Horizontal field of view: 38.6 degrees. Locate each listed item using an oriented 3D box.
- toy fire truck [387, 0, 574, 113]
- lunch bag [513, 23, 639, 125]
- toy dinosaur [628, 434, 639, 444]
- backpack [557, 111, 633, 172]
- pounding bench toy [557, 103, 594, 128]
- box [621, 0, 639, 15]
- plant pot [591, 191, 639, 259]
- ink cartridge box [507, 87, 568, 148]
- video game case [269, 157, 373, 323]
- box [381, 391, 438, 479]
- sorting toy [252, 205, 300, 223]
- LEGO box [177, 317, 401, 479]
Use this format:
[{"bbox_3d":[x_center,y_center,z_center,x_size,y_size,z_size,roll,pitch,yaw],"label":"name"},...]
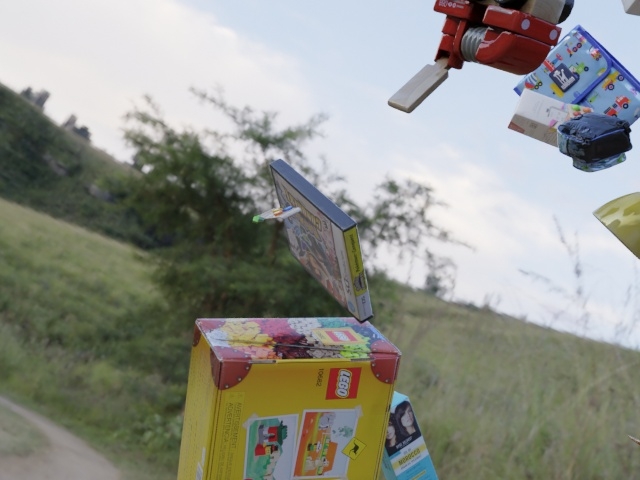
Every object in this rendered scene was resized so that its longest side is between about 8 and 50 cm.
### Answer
[{"bbox_3d":[0.228,-0.293,1.381,0.158,0.246,0.217,9,16,-34],"label":"toy fire truck"},{"bbox_3d":[0.643,-0.370,2.257,0.293,0.221,0.138,47,24,7],"label":"lunch bag"},{"bbox_3d":[0.633,0.396,1.542,0.211,0.064,0.112,44,-54,-11],"label":"toy dinosaur"},{"bbox_3d":[0.472,-0.171,1.590,0.114,0.105,0.084,-135,-152,-58],"label":"backpack"},{"bbox_3d":[0.501,-0.237,1.784,0.052,0.083,0.065,11,-51,-3],"label":"pounding bench toy"},{"bbox_3d":[0.674,-0.487,1.533,0.345,0.215,0.168,4,-31,-19],"label":"box"},{"bbox_3d":[0.619,-0.041,1.806,0.134,0.095,0.134,42,11,-11],"label":"plant pot"},{"bbox_3d":[0.521,-0.254,2.001,0.198,0.067,0.115,23,-7,6],"label":"ink cartridge box"},{"bbox_3d":[0.000,0.000,1.799,0.275,0.035,0.248,43,-26,44],"label":"video game case"},{"bbox_3d":[0.183,0.473,2.058,0.060,0.100,0.244,8,-58,61],"label":"box"},{"bbox_3d":[-0.083,-0.047,1.639,0.062,0.083,0.012,1,-72,38],"label":"sorting toy"},{"bbox_3d":[-0.079,0.419,1.834,0.372,0.500,0.193,2,17,-23],"label":"LEGO box"}]
